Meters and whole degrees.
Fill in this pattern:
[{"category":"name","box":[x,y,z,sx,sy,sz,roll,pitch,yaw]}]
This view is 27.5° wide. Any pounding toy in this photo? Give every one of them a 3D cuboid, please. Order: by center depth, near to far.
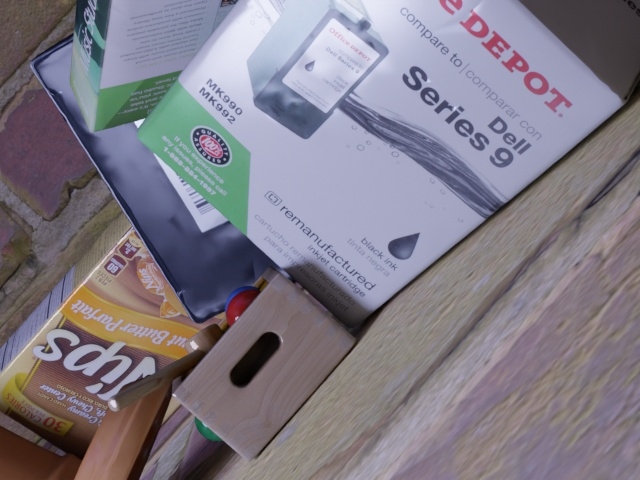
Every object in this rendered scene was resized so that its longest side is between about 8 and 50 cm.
[{"category":"pounding toy","box":[-0.062,0.086,0.913,0.141,0.100,0.130,-48,5,-3]}]

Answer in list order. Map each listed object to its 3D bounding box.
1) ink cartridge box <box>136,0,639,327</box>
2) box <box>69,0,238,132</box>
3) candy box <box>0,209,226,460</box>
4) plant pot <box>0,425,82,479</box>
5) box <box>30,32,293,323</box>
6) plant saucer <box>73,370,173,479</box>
[{"category":"ink cartridge box","box":[0.044,-0.107,0.843,0.289,0.211,0.121,-44,6,44]},{"category":"box","box":[-0.054,-0.200,0.927,0.232,0.058,0.322,-17,-20,-21]},{"category":"candy box","box":[-0.207,0.097,1.455,0.316,0.183,0.087,-47,21,13]},{"category":"plant pot","box":[-0.392,0.309,1.385,0.291,0.203,0.291,-48,6,6]},{"category":"box","box":[-0.063,-0.152,1.332,0.212,0.294,0.395,-25,14,23]},{"category":"plant saucer","box":[-0.163,0.188,0.985,0.200,0.037,0.200,-157,90,-89]}]
